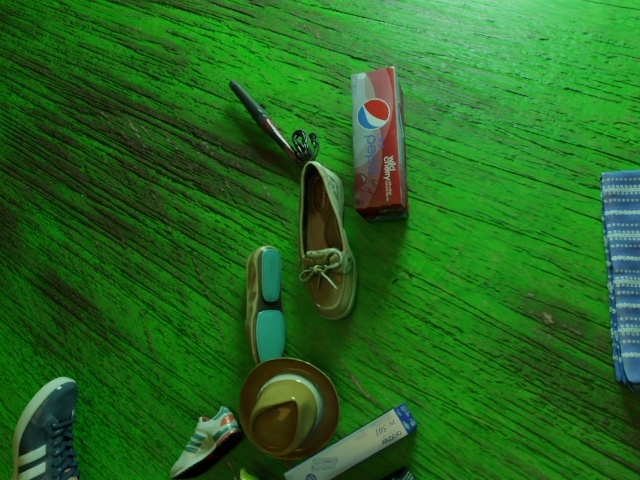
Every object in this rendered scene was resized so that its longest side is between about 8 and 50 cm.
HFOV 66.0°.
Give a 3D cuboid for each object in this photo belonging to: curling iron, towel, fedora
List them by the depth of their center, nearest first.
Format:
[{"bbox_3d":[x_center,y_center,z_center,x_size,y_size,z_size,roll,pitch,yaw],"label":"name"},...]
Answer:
[{"bbox_3d":[0.548,0.049,0.707,0.243,0.040,0.336,-3,77,19],"label":"towel"},{"bbox_3d":[-0.063,0.295,0.827,0.194,0.079,0.195,2,99,12],"label":"fedora"},{"bbox_3d":[-0.101,-0.249,1.017,0.068,0.035,0.274,-47,68,0],"label":"curling iron"}]

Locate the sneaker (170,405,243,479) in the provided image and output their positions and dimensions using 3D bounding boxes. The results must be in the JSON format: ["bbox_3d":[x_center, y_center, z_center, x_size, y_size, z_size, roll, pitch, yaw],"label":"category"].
[{"bbox_3d":[-0.217,0.374,0.912,0.161,0.057,0.075,-41,51,9],"label":"sneaker"}]

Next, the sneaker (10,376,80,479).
[{"bbox_3d":[-0.521,0.453,0.970,0.148,0.131,0.350,14,89,16],"label":"sneaker"}]

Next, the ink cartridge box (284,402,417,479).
[{"bbox_3d":[0.051,0.336,0.791,0.207,0.097,0.046,-35,69,10],"label":"ink cartridge box"}]

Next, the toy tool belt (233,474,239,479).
[{"bbox_3d":[-0.150,0.444,0.866,0.051,0.052,0.083,38,92,15],"label":"toy tool belt"}]

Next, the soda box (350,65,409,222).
[{"bbox_3d":[0.108,-0.171,0.890,0.083,0.092,0.264,-6,76,18],"label":"soda box"}]

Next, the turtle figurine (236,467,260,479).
[{"bbox_3d":[-0.130,0.504,0.796,0.269,0.087,0.217,31,80,11],"label":"turtle figurine"}]

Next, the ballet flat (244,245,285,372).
[{"bbox_3d":[-0.108,0.127,0.924,0.073,0.080,0.232,-15,68,46],"label":"ballet flat"}]

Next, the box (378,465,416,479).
[{"bbox_3d":[0.115,0.501,0.704,0.165,0.143,0.270,-33,69,12],"label":"box"}]

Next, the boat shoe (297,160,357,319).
[{"bbox_3d":[0.000,0.000,0.892,0.104,0.089,0.285,-13,74,17],"label":"boat shoe"}]
